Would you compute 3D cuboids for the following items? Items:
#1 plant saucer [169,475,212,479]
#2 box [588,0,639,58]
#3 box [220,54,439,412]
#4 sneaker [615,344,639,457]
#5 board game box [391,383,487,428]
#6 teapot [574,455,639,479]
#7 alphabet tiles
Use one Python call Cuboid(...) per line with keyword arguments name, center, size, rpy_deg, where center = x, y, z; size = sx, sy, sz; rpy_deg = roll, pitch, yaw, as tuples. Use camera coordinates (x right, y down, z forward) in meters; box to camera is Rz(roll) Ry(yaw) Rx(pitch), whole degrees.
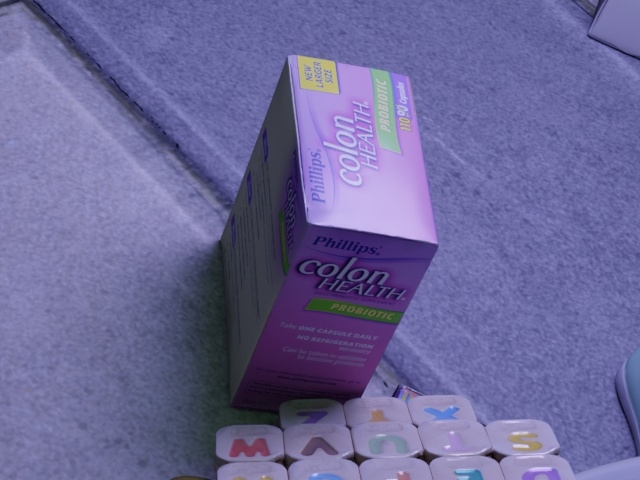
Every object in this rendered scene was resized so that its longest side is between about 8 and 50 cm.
Cuboid(name="plant saucer", center=(-0.022, 0.341, 1.267), size=(0.333, 0.081, 0.333), rpy_deg=(25, 43, 3))
Cuboid(name="box", center=(0.426, -0.343, 2.126), size=(0.113, 0.094, 0.275), rpy_deg=(23, 42, 0))
Cuboid(name="box", center=(0.000, 0.000, 1.495), size=(0.117, 0.243, 0.213), rpy_deg=(8, 44, -15))
Cuboid(name="sneaker", center=(0.358, 0.172, 1.544), size=(0.094, 0.151, 0.256), rpy_deg=(2, 48, -23))
Cuboid(name="board game box", center=(0.117, 0.220, 1.469), size=(0.170, 0.048, 0.141), rpy_deg=(26, 41, 3))
Cuboid(name="teapot", center=(0.259, 0.285, 1.319), size=(0.256, 0.252, 0.187), rpy_deg=(-21, 96, -33))
Cuboid(name="alphabet tiles", center=(0.057, 0.181, 1.350), size=(0.284, 0.021, 0.278), rpy_deg=(-1, 19, -3))
